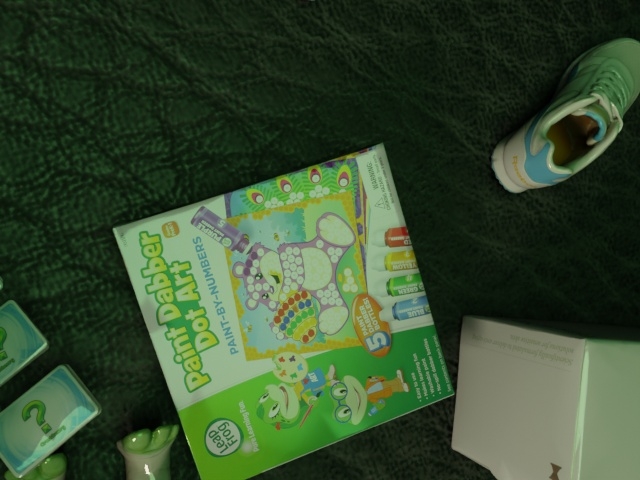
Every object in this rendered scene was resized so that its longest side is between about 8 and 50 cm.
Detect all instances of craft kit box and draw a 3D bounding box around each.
[{"bbox_3d":[-0.027,0.065,0.629,0.247,0.061,0.249,-19,99,-9],"label":"craft kit box"}]

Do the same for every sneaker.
[{"bbox_3d":[0.289,-0.136,0.744,0.228,0.092,0.087,-46,104,-15],"label":"sneaker"}]

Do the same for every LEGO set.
[{"bbox_3d":[-0.317,0.135,0.507,0.244,0.060,0.182,-39,81,-12],"label":"LEGO set"}]

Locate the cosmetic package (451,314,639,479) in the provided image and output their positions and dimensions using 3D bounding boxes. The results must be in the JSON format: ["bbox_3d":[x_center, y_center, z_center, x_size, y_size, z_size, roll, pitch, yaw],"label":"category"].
[{"bbox_3d":[0.343,0.170,0.716,0.366,0.197,0.155,7,88,-22],"label":"cosmetic package"}]

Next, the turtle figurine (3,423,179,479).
[{"bbox_3d":[-0.146,0.282,0.510,0.198,0.275,0.266,-21,74,13],"label":"turtle figurine"}]
